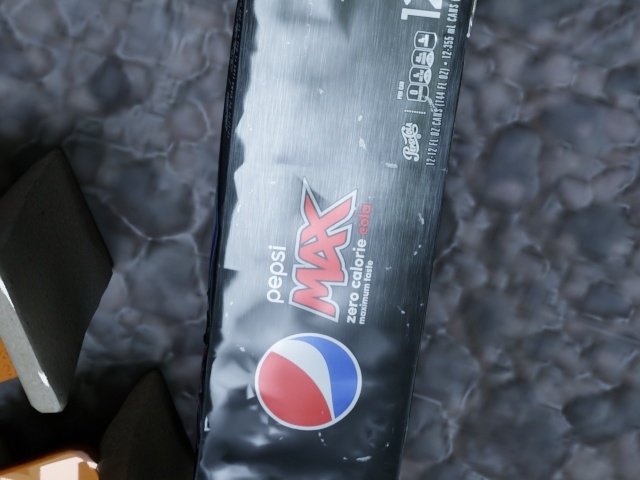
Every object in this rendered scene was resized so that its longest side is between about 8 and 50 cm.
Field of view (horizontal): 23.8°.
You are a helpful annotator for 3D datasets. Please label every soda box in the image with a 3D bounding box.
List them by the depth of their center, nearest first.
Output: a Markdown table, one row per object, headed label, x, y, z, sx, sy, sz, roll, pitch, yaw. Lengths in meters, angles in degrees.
| label | x | y | z | sx | sy | sz | roll | pitch | yaw |
| --- | --- | --- | --- | --- | --- | --- | --- | --- | --- |
| soda box | 0.000 | 0.000 | 0.413 | 0.060 | 0.053 | 0.169 | 6 | 109 | -3 |

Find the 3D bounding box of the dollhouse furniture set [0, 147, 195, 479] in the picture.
| label | x | y | z | sx | sy | sz | roll | pitch | yaw |
| --- | --- | --- | --- | --- | --- | --- | --- | --- | --- |
| dollhouse furniture set | -0.159 | 0.132 | 0.413 | 0.262 | 0.135 | 0.259 | -18 | 110 | 5 |
